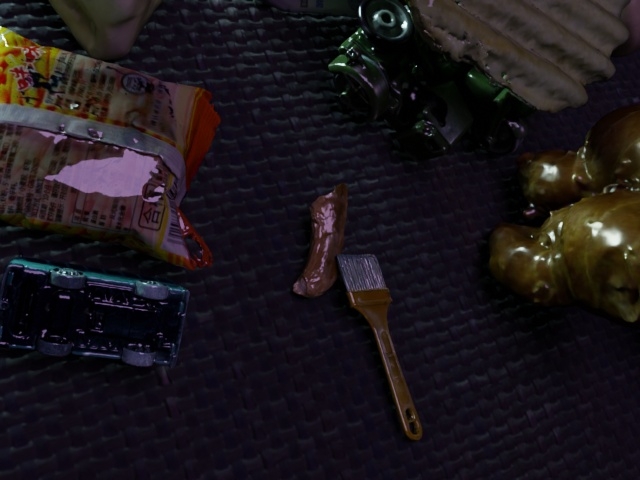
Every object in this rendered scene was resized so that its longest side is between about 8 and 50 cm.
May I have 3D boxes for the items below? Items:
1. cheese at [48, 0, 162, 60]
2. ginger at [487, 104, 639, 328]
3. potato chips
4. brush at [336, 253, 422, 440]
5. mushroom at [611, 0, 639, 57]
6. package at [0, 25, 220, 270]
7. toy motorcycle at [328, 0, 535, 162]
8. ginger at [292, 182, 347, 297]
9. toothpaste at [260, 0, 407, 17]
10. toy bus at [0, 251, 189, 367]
[{"bbox_3d":[-0.235,-0.362,0.862,0.251,0.173,0.248,39,57,-2],"label":"cheese"},{"bbox_3d":[0.358,-0.039,0.989,0.152,0.274,0.358,47,55,-27],"label":"ginger"},{"bbox_3d":[0.222,-0.354,0.968,0.429,0.070,0.359,19,72,-28],"label":"potato chips"},{"bbox_3d":[0.072,0.116,0.895,0.082,0.010,0.218,-2,71,-54],"label":"brush"},{"bbox_3d":[0.395,-0.353,1.202,0.215,0.207,0.207,-39,90,-1],"label":"mushroom"},{"bbox_3d":[-0.232,-0.098,0.783,0.288,0.108,0.223,13,61,-20],"label":"package"},{"bbox_3d":[0.143,-0.191,1.010,0.275,0.127,0.205,47,60,-7],"label":"toy motorcycle"},{"bbox_3d":[0.005,0.001,0.906,0.044,0.057,0.137,2,71,20],"label":"ginger"},{"bbox_3d":[0.024,-0.319,1.041,0.300,0.075,0.048,4,57,-22],"label":"toothpaste"},{"bbox_3d":[-0.211,0.063,0.731,0.160,0.092,0.079,10,93,-24],"label":"toy bus"}]
